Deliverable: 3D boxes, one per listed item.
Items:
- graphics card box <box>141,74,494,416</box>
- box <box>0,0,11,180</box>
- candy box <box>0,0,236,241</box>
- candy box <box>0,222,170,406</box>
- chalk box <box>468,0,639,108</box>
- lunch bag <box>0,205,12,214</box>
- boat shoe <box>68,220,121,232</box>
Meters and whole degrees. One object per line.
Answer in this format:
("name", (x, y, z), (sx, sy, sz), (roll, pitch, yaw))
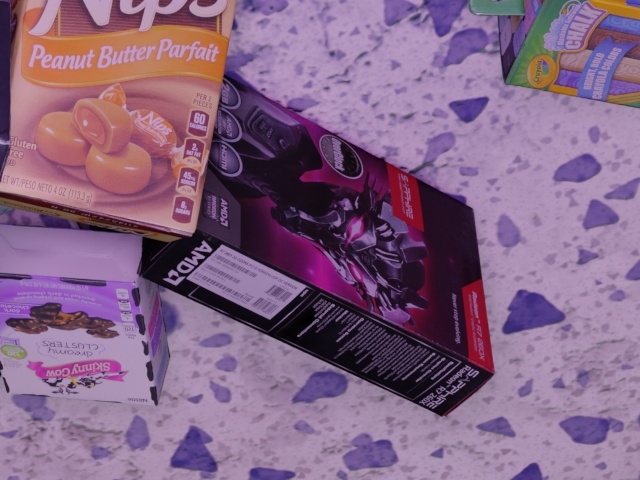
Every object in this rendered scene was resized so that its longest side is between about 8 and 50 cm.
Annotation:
("graphics card box", (0.000, 0.000, 1.813), (0.371, 0.232, 0.094), (26, 130, -27))
("box", (-0.439, -0.045, 1.517), (0.313, 0.179, 0.343), (9, 134, -19))
("candy box", (-0.177, -0.172, 1.605), (0.183, 0.316, 0.087), (13, 172, -20))
("candy box", (-0.245, 0.077, 1.863), (0.165, 0.070, 0.196), (4, 138, 7))
("chalk box", (0.240, -0.221, 1.709), (0.213, 0.132, 0.132), (10, 141, -12))
("lunch bag", (-0.435, -0.064, 1.740), (0.223, 0.160, 0.262), (-24, 138, 12))
("boat shoe", (-0.213, -0.053, 1.831), (0.095, 0.084, 0.258), (-18, 131, 7))
